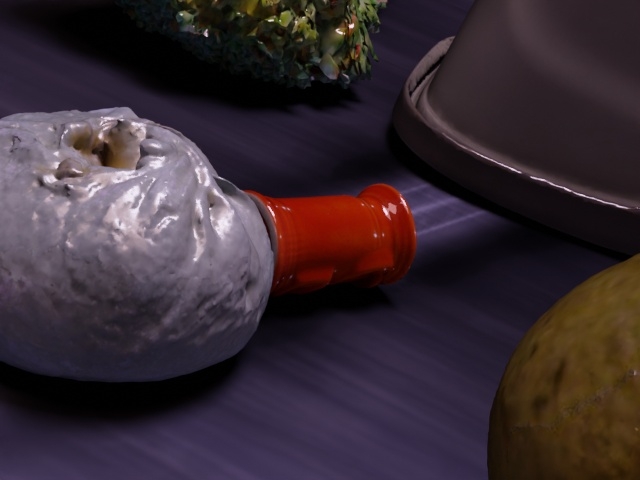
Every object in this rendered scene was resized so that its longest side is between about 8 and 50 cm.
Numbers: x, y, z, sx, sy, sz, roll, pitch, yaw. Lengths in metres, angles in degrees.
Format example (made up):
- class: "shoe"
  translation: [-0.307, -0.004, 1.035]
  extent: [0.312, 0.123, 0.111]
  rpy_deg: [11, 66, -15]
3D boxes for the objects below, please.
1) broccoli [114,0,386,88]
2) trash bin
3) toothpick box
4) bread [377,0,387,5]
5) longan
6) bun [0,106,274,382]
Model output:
- class: "broccoli"
  translation: [-0.038, -0.194, 0.873]
  extent: [0.220, 0.194, 0.194]
  rpy_deg: [11, 25, -26]
- class: "trash bin"
  translation: [0.194, -0.143, 0.851]
  extent: [0.219, 0.250, 0.220]
  rpy_deg: [26, 26, 4]
- class: "toothpick box"
  translation: [0.000, 0.000, 0.672]
  extent: [0.083, 0.047, 0.047]
  rpy_deg: [-4, 33, -39]
- class: "bread"
  translation: [-0.043, -0.396, 1.067]
  extent: [0.390, 0.371, 0.279]
  rpy_deg: [20, 26, 4]
- class: "longan"
  translation: [0.131, 0.082, 0.497]
  extent: [0.155, 0.145, 0.176]
  rpy_deg: [3, 62, 22]
- class: "bun"
  translation: [-0.082, -0.008, 0.594]
  extent: [0.141, 0.083, 0.141]
  rpy_deg: [13, 23, -6]
